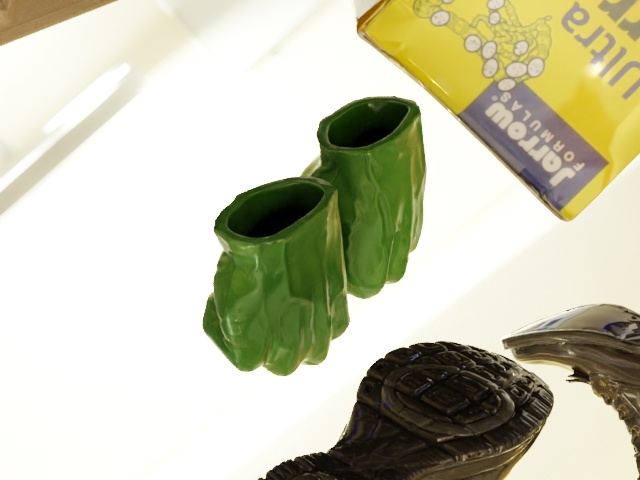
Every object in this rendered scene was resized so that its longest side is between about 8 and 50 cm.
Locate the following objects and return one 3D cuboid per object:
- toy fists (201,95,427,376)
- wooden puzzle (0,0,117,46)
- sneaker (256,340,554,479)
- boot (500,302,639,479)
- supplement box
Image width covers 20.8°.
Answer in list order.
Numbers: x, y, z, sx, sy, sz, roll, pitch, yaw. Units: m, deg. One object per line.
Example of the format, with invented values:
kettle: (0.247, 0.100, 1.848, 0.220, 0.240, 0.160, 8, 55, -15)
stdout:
toy fists: (0.000, 0.000, 1.377, 0.096, 0.142, 0.279, 10, -147, 27)
wooden puzzle: (-0.280, -0.350, 1.552, 0.348, 0.322, 0.080, -28, -155, -28)
sneaker: (0.040, 0.164, 1.096, 0.286, 0.109, 0.130, -31, 143, -38)
boot: (0.281, 0.176, 1.504, 0.263, 0.229, 0.091, 2, -165, 37)
supplement box: (0.152, -0.190, 1.259, 0.195, 0.194, 0.356, -46, -166, 13)
